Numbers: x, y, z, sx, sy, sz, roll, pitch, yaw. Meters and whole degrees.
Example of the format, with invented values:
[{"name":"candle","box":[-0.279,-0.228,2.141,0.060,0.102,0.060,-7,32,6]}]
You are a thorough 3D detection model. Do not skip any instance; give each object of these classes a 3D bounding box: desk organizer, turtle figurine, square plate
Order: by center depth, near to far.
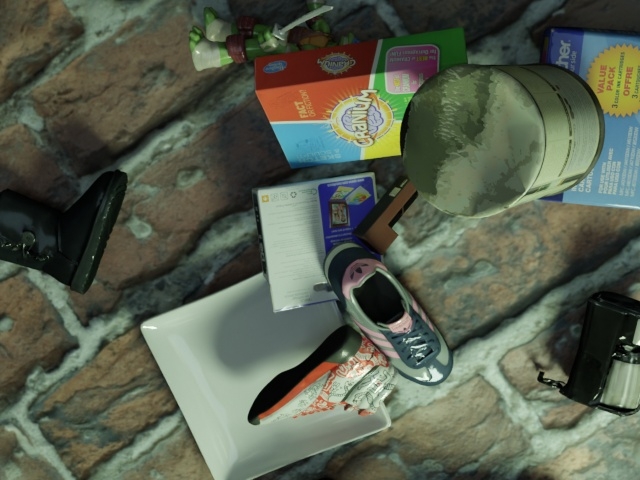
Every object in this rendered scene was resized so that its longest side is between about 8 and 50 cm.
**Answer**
[{"name":"turtle figurine","box":[-0.070,-0.359,1.612,0.266,0.274,0.198,0,67,13]},{"name":"desk organizer","box":[0.117,-0.042,1.694,0.050,0.047,0.130,43,82,-22]},{"name":"square plate","box":[-0.096,0.231,1.809,0.347,0.049,0.344,-23,98,12]}]

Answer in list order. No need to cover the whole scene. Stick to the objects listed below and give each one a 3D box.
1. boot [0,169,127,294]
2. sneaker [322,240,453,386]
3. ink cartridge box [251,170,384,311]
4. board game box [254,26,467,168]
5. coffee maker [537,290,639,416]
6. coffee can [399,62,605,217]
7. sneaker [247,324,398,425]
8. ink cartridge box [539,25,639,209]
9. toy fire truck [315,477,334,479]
[{"name":"boot","box":[-0.469,-0.045,1.782,0.207,0.094,0.246,24,110,-1]},{"name":"sneaker","box":[0.125,0.143,1.681,0.112,0.131,0.319,-44,113,-2]},{"name":"ink cartridge box","box":[0.000,0.000,1.711,0.206,0.045,0.208,-9,99,-15]},{"name":"board game box","box":[0.079,-0.216,1.599,0.316,0.242,0.064,-7,63,10]},{"name":"coffee maker","box":[0.462,0.179,1.680,0.171,0.120,0.178,12,103,7]},{"name":"coffee can","box":[0.261,-0.147,1.426,0.201,0.275,0.201,6,101,30]},{"name":"sneaker","box":[0.008,0.267,1.730,0.145,0.090,0.270,40,117,-18]},{"name":"ink cartridge box","box":[0.471,-0.189,1.590,0.395,0.151,0.270,6,102,9]},{"name":"toy fire truck","box":[-0.007,0.578,1.833,0.217,0.158,0.246,44,94,-3]}]
